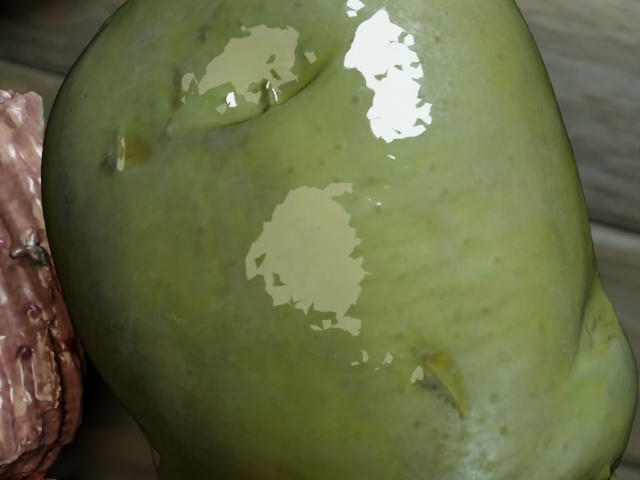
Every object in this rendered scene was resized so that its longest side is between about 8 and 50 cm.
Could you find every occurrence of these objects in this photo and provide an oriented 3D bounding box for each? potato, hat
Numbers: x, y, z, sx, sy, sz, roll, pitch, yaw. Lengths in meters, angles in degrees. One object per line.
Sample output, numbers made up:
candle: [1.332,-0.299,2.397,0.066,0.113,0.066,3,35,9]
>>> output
potato: [0.000,0.000,0.571,0.243,0.221,0.326,-16,88,3]
hat: [-0.221,0.076,0.680,0.237,0.107,0.286,-24,78,22]
